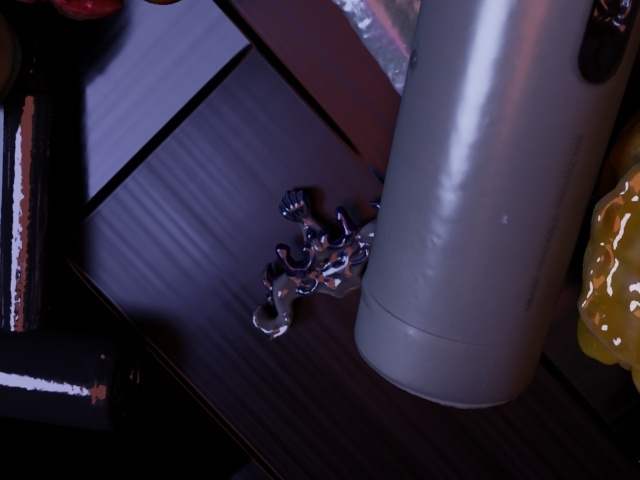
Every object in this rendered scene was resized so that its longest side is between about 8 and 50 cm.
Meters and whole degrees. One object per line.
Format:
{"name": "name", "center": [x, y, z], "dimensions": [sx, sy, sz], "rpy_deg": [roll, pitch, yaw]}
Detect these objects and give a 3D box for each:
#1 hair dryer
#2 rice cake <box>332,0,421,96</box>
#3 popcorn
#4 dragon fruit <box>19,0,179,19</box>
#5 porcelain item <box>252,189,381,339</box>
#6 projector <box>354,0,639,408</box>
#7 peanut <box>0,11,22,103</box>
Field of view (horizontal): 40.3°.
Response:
{"name": "hair dryer", "center": [-0.174, -0.001, 0.560], "dimensions": [0.128, 0.070, 0.256], "rpy_deg": [10, 104, 7]}
{"name": "rice cake", "center": [0.029, -0.199, 0.467], "dimensions": [0.127, 0.043, 0.237], "rpy_deg": [-32, 98, 19]}
{"name": "popcorn", "center": [0.202, -0.011, 0.427], "dimensions": [0.163, 0.140, 0.194], "rpy_deg": [59, 137, 30]}
{"name": "dragon fruit", "center": [-0.121, -0.193, 0.432], "dimensions": [0.172, 0.160, 0.167], "rpy_deg": [10, 136, 28]}
{"name": "porcelain item", "center": [0.000, 0.000, 0.545], "dimensions": [0.136, 0.021, 0.075], "rpy_deg": [-33, 94, 18]}
{"name": "projector", "center": [0.094, -0.084, 0.420], "dimensions": [0.108, 0.108, 0.338], "rpy_deg": [13, 116, 7]}
{"name": "peanut", "center": [-0.319, -0.100, 0.522], "dimensions": [0.298, 0.120, 0.136], "rpy_deg": [-14, 91, 18]}
